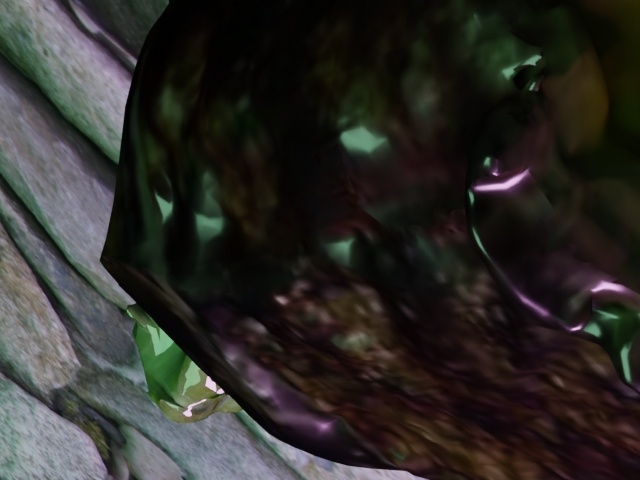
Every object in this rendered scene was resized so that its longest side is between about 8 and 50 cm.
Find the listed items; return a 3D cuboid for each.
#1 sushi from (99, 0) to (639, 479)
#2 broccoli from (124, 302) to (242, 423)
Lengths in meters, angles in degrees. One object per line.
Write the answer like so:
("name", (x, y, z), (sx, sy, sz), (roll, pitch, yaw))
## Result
("sushi", (0.101, -0.060, 0.599), (0.281, 0.300, 0.294), (25, 162, -26))
("broccoli", (0.000, 0.000, 0.844), (0.241, 0.269, 0.261), (-39, 66, 31))
